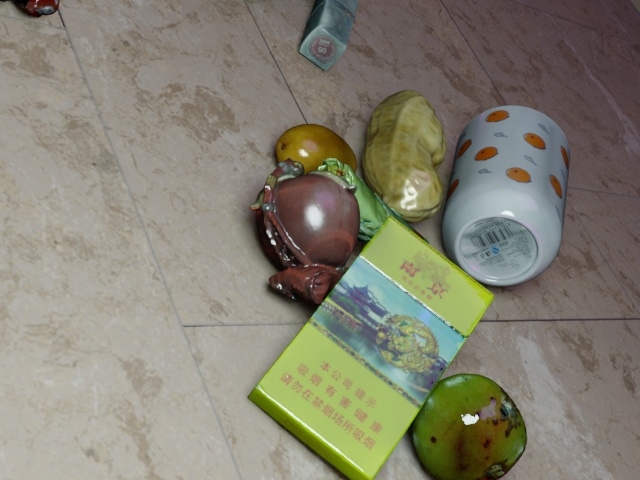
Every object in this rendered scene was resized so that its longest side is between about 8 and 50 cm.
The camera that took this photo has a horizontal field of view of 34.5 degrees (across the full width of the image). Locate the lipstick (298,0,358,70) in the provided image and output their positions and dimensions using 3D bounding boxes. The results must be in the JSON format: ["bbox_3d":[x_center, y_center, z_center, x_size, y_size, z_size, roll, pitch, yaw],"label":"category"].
[{"bbox_3d":[0.023,-0.438,2.008,0.076,0.077,0.290,33,35,-16],"label":"lipstick"}]

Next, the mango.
[{"bbox_3d":[0.000,-0.141,1.666,0.184,0.085,0.102,-4,57,-54],"label":"mango"}]

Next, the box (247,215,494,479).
[{"bbox_3d":[0.075,0.136,1.354,0.187,0.047,0.335,37,57,4],"label":"box"}]

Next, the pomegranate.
[{"bbox_3d":[0.187,0.246,1.401,0.159,0.159,0.205,6,25,-43],"label":"pomegranate"}]

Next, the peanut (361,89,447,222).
[{"bbox_3d":[0.145,-0.143,1.770,0.147,0.147,0.305,33,37,-16],"label":"peanut"}]

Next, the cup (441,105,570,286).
[{"bbox_3d":[0.326,-0.074,1.817,0.212,0.212,0.317,37,35,-11],"label":"cup"}]

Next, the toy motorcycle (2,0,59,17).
[{"bbox_3d":[-0.423,-0.399,1.501,0.122,0.082,0.213,29,38,-20],"label":"toy motorcycle"}]

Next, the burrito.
[{"bbox_3d":[0.088,-0.025,1.599,0.288,0.054,0.104,42,28,-39],"label":"burrito"}]

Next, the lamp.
[{"bbox_3d":[-0.008,-0.002,1.473,0.215,0.151,0.223,10,83,-42],"label":"lamp"}]
